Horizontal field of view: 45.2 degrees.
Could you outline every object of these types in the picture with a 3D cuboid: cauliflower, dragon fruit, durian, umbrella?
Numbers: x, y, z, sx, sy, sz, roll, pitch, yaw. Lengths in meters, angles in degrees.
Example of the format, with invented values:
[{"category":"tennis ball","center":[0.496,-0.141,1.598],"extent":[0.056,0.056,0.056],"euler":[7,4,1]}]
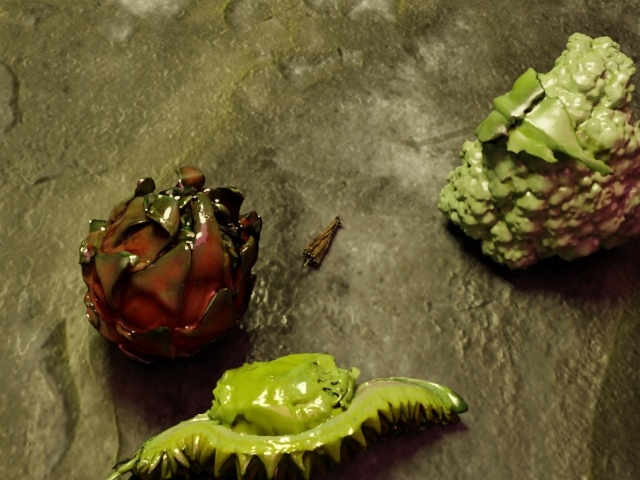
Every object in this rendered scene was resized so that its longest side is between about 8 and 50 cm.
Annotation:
[{"category":"cauliflower","center":[0.262,-0.110,0.884],"extent":[0.239,0.256,0.315],"euler":[5,25,1]},{"category":"dragon fruit","center":[-0.143,0.029,0.737],"extent":[0.182,0.189,0.182],"euler":[-2,61,3]},{"category":"durian","center":[-0.034,0.170,0.705],"extent":[0.375,0.107,0.132],"euler":[-7,52,-16]},{"category":"umbrella","center":[0.002,0.000,0.871],"extent":[0.020,0.031,0.083],"euler":[10,46,40]}]
